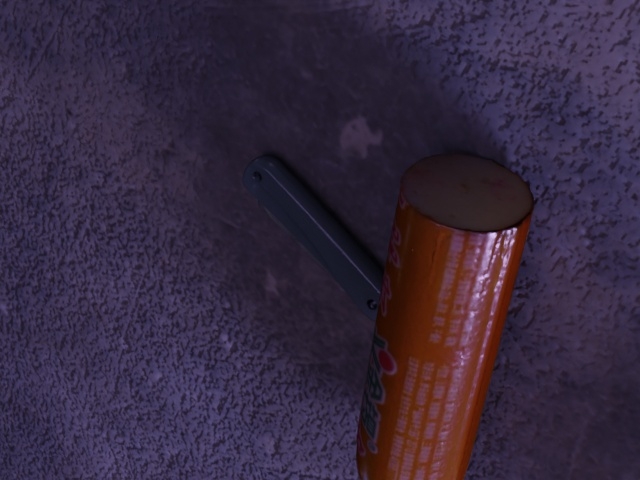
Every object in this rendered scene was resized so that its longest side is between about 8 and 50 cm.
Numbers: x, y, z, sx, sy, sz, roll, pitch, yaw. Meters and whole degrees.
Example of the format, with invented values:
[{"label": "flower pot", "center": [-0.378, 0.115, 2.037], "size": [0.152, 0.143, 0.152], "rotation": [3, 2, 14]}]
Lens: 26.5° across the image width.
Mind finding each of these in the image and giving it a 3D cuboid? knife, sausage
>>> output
[{"label": "knife", "center": [0.000, 0.000, 1.041], "size": [0.162, 0.023, 0.044], "rotation": [47, 131, 6]}, {"label": "sausage", "center": [0.079, 0.093, 0.989], "size": [0.093, 0.093, 0.312], "rotation": [26, 128, 23]}]
